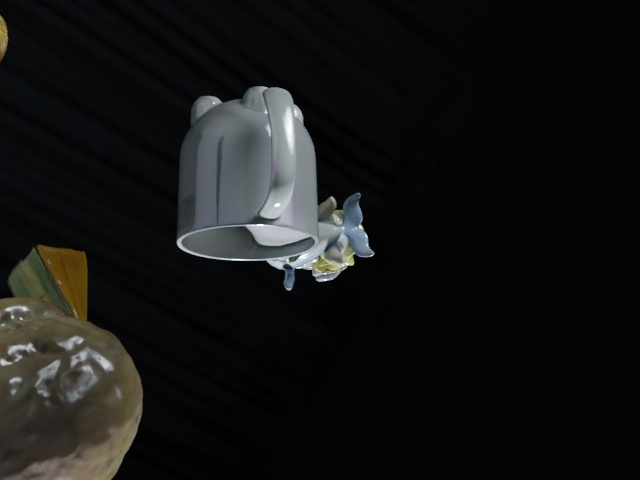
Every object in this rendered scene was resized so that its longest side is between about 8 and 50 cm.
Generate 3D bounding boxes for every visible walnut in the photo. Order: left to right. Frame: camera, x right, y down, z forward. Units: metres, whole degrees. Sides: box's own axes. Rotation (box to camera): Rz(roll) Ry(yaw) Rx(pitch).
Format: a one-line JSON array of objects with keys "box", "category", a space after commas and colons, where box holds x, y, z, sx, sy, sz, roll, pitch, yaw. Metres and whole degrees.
[{"box": [-0.310, 0.180, 1.689, 0.248, 0.248, 0.248, -37, -147, 30], "category": "walnut"}]

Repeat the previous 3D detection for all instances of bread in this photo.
[{"box": [-0.300, 0.080, 1.908, 0.074, 0.084, 0.139, -46, -120, 22], "category": "bread"}]

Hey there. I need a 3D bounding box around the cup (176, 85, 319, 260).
[{"box": [-0.072, -0.069, 1.509, 0.134, 0.173, 0.142, -3, -104, 11], "category": "cup"}]

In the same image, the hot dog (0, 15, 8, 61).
[{"box": [-0.447, -0.122, 1.564, 0.337, 0.135, 0.100, -42, -165, 13], "category": "hot dog"}]

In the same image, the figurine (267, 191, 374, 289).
[{"box": [0.000, 0.000, 2.408, 0.208, 0.184, 0.128, -16, -96, 41], "category": "figurine"}]
